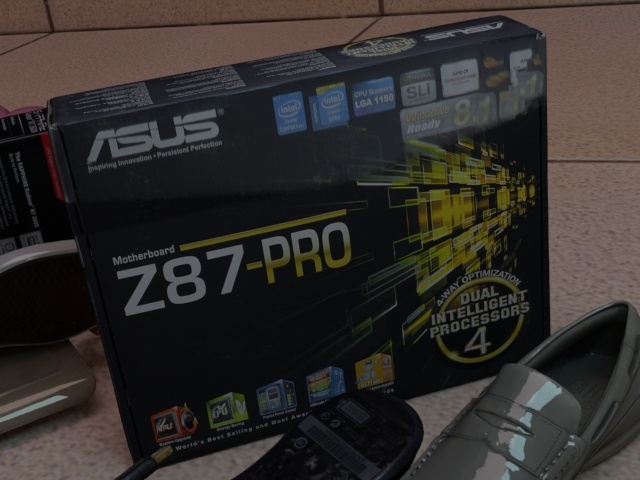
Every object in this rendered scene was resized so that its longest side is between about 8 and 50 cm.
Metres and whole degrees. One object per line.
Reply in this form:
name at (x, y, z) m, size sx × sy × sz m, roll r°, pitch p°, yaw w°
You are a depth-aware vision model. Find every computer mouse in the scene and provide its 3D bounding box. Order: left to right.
computer mouse at (-0.054, 0.196, 0.707) m, size 0.262 × 0.060 × 0.184 m, roll -38°, pitch 41°, yaw -28°

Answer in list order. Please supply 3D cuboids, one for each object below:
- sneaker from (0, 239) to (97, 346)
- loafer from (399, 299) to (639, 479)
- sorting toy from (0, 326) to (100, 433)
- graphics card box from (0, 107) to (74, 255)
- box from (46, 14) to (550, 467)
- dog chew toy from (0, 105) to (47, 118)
sneaker at (-0.331, 0.047, 0.932) m, size 0.290 × 0.105 × 0.123 m, roll -16°, pitch 32°, yaw -16°
loafer at (0.144, 0.144, 0.690) m, size 0.112 × 0.111 × 0.319 m, roll 15°, pitch 33°, yaw 41°
sorting toy at (-0.331, 0.140, 0.924) m, size 0.348 × 0.047 × 0.196 m, roll -20°, pitch 31°, yaw -24°
graphics card box at (-0.433, 0.011, 1.006) m, size 0.371 × 0.232 × 0.094 m, roll -17°, pitch 30°, yaw -17°
box at (0.000, 0.000, 0.801) m, size 0.395 × 0.318 × 0.097 m, roll -12°, pitch 25°, yaw -11°
dog chew toy at (-0.411, -0.095, 1.289) m, size 0.332 × 0.206 × 0.206 m, roll 2°, pitch 25°, yaw 2°
